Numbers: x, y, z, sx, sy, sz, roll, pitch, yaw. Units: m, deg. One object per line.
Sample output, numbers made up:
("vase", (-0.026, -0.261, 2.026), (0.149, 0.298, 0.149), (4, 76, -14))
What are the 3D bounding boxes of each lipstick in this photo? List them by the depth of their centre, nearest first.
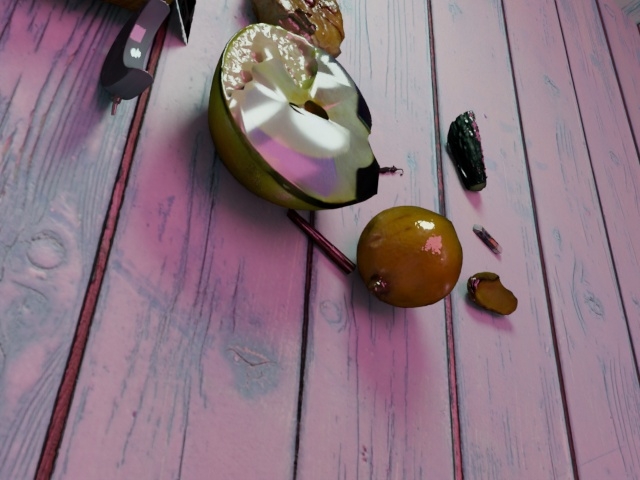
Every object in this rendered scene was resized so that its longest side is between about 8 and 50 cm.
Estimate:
("lipstick", (0.000, 0.000, 1.504), (0.176, 0.027, 0.027), (43, 41, -14))

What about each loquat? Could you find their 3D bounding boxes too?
("loquat", (0.164, 0.042, 1.513), (0.246, 0.213, 0.213), (-38, 93, -41))

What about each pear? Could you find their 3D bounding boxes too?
("pear", (-0.076, -0.206, 1.455), (0.398, 0.165, 0.399), (26, 48, -32))

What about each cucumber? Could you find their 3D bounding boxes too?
("cucumber", (0.384, -0.225, 2.008), (0.085, 0.115, 0.193), (-15, 76, -4))

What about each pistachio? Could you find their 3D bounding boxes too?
("pistachio", (0.396, 0.121, 1.807), (0.172, 0.049, 0.090), (25, 73, -35))

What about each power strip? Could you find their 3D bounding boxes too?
("power strip", (-0.319, -0.303, 1.298), (0.044, 0.137, 0.216), (32, 50, -36))

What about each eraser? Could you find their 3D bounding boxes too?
("eraser", (0.424, -0.004, 1.944), (0.099, 0.019, 0.027), (45, 40, -15))

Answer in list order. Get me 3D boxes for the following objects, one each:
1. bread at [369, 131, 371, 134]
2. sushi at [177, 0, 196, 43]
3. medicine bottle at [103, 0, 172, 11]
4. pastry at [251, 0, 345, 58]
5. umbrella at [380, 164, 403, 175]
("bread", (0.023, -0.292, 1.706), (0.187, 0.065, 0.150), (24, 38, -29))
("sushi", (-0.226, -0.605, 1.446), (0.068, 0.339, 0.320), (-7, 66, -21))
("medicine bottle", (-0.422, -0.539, 1.287), (0.384, 0.224, 0.225), (8, 59, -42))
("pastry", (-0.041, -0.516, 1.738), (0.257, 0.120, 0.236), (52, 39, -6))
("umbrella", (0.155, -0.165, 1.785), (0.122, 0.013, 0.022), (0, 86, -47))
